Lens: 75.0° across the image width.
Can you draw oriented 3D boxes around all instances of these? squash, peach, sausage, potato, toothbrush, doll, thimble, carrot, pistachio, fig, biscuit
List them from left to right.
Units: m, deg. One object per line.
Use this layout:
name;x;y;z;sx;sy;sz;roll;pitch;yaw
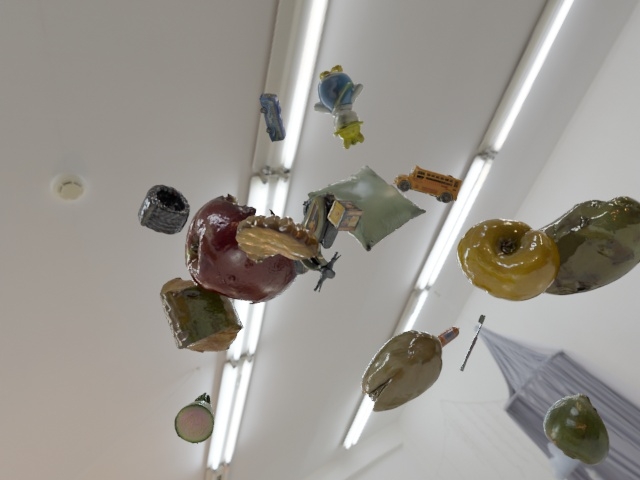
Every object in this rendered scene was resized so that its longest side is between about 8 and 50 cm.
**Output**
thimble;-0.317;-0.064;0.859;0.095;0.104;0.066;28;-65;-14
squash;-0.330;0.473;1.139;0.105;0.105;0.132;-44;3;-2
carrot;-0.427;0.281;1.518;0.242;0.242;0.340;-24;-86;-26
peach;-0.240;0.033;1.404;0.417;0.339;0.352;-2;-66;-40
biscuit;-0.090;-0.011;0.807;0.118;0.183;0.061;57;-134;-40
doll;0.058;-0.382;1.189;0.135;0.240;0.099;-17;-4;-13
pistachio;0.173;0.285;0.907;0.136;0.135;0.226;11;-55;-48
sausage;0.471;0.462;1.784;0.348;0.053;0.053;-28;-40;-23
toothbrush;0.485;0.325;1.329;0.014;0.017;0.194;84;-149;-78
peach;0.350;0.031;0.778;0.179;0.179;0.103;-28;-44;-22
fig;0.894;0.641;1.447;0.225;0.203;0.203;-58;-33;-17
potato;0.529;0.019;0.845;0.165;0.164;0.262;-8;-30;-39

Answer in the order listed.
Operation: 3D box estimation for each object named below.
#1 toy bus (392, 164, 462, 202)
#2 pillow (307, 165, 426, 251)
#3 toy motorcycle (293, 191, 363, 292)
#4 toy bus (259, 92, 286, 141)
toy bus;0.272;-0.146;1.070;0.069;0.162;0.074;-66;-8;-79
pillow;0.160;-0.124;1.448;0.310;0.312;0.119;-28;-33;-34
toy motorcycle;0.000;0.000;1.076;0.091;0.157;0.262;-2;-55;-38
toy bus;-0.151;-0.392;1.329;0.061;0.051;0.152;-3;-49;10
